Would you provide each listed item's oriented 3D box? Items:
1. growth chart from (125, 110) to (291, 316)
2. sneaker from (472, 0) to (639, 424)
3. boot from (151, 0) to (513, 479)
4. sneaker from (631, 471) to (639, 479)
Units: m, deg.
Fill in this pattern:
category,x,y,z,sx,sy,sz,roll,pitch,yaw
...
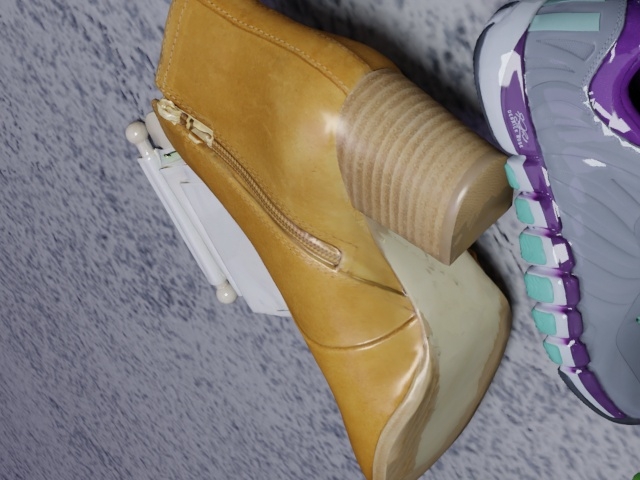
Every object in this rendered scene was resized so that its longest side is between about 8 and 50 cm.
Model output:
category,x,y,z,sx,sy,sz,roll,pitch,yaw
growth chart,-0.031,-0.011,0.829,0.237,0.021,0.172,8,128,46
sneaker,0.144,-0.006,0.574,0.098,0.083,0.223,0,122,44
boot,-0.001,0.000,0.722,0.211,0.104,0.295,35,145,27
sneaker,0.230,0.135,0.525,0.202,0.185,0.483,12,152,20
